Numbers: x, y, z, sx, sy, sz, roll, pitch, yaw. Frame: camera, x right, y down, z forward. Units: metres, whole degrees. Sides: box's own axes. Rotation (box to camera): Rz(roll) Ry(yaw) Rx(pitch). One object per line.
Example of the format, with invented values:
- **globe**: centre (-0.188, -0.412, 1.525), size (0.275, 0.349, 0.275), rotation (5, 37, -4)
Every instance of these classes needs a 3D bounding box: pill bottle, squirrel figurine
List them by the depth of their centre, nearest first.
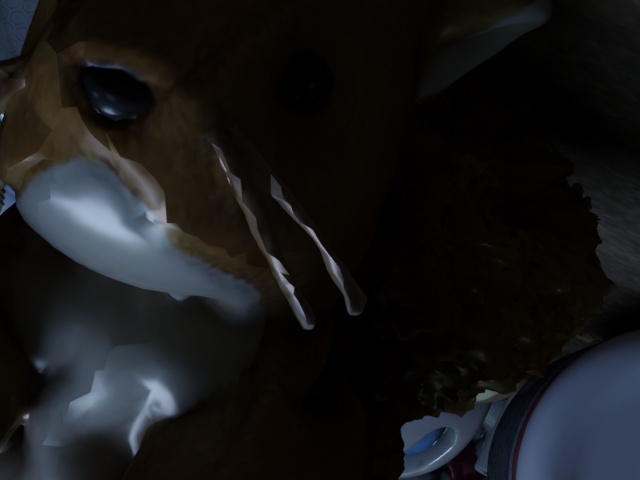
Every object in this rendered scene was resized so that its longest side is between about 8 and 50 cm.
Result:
- **squirrel figurine**: centre (-0.044, 0.023, 0.670), size (0.281, 0.370, 0.397), rotation (21, -158, 20)
- **pill bottle**: centre (0.231, 0.176, 1.221), size (0.210, 0.210, 0.363), rotation (27, 175, 3)

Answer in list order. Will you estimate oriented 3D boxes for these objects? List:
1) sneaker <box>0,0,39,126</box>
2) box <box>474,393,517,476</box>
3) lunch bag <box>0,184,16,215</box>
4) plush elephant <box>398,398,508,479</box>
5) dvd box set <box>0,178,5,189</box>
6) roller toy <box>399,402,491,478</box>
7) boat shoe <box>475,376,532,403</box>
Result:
- **sneaker**: centre (-0.138, -0.092, 0.854), size (0.296, 0.104, 0.147), rotation (48, -179, -24)
- **box**: centre (0.344, 0.267, 1.846), size (0.311, 0.148, 0.121), rotation (31, 174, -21)
- **lunch bag**: centre (-0.221, -0.047, 1.020), size (0.303, 0.115, 0.243), rotation (49, 145, 21)
- **plush elephant**: centre (0.150, 0.251, 2.009), size (0.330, 0.255, 0.272), rotation (30, 174, -26)
- **dvd box set**: centre (-0.306, -0.170, 0.711), size (0.307, 0.062, 0.420), rotation (48, 176, 14)
- **roller toy**: centre (0.062, 0.119, 1.558), size (0.146, 0.191, 0.209), rotation (31, 173, -42)
- **boat shoe**: centre (0.012, 0.059, 1.393), size (0.342, 0.123, 0.123), rotation (3, 139, 30)
